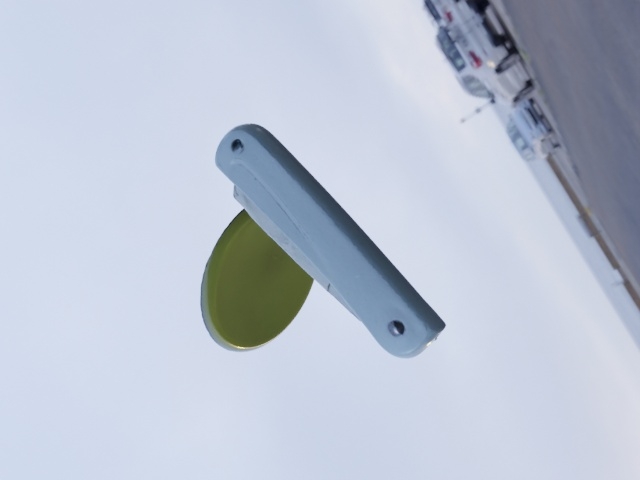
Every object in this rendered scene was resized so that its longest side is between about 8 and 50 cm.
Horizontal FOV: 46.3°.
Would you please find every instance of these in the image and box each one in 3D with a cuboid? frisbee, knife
[{"bbox_3d":[-0.076,0.049,1.048,0.017,0.236,0.236,21,171,35],"label":"frisbee"},{"bbox_3d":[0.000,0.000,0.408,0.162,0.044,0.023,48,-155,12],"label":"knife"}]
